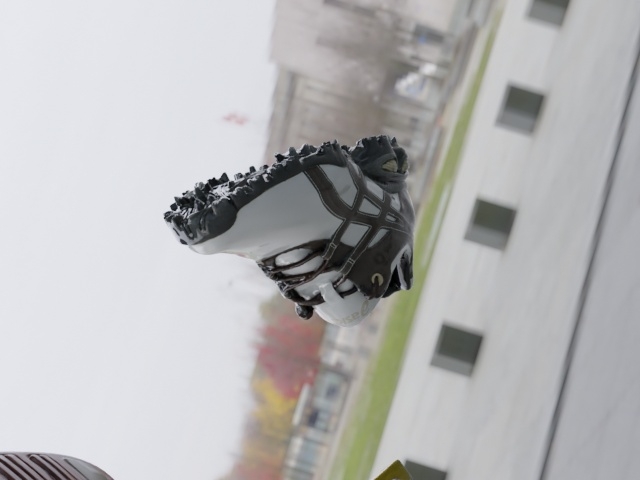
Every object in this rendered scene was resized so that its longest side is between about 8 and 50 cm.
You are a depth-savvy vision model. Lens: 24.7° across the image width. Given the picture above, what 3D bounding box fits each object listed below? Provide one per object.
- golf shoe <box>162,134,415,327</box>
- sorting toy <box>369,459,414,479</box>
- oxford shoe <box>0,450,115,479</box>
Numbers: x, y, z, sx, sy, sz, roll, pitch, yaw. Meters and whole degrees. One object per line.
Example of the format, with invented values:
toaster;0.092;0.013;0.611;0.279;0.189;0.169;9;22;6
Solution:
golf shoe;0.000;0.000;0.728;0.198;0.077;0.094;-13;-93;-59
sorting toy;0.051;0.244;0.702;0.046;0.132;0.274;-34;69;60
oxford shoe;-0.303;0.257;1.074;0.348;0.123;0.130;-16;-56;-39
